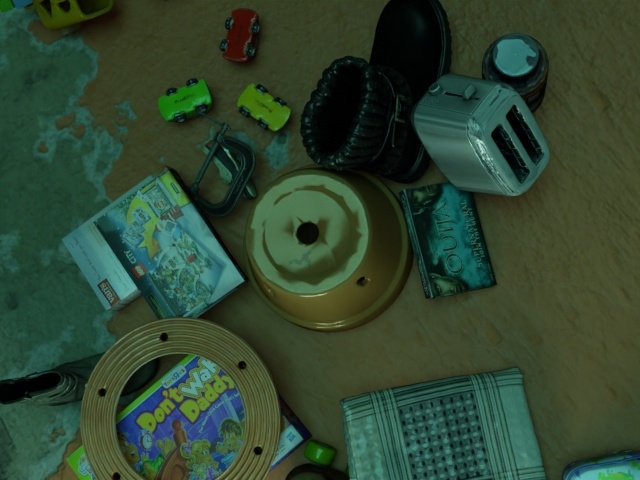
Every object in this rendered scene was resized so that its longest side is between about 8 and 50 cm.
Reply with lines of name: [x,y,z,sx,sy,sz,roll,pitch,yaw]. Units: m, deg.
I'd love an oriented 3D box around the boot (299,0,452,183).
boot: [0.093,-0.268,1.489,0.131,0.260,0.348,-1,82,36]

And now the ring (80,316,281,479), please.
ring: [-0.228,0.293,1.518,0.337,0.032,0.336,-1,86,9]

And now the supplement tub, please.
supplement tub: [0.312,-0.267,1.493,0.106,0.198,0.106,-2,81,10]

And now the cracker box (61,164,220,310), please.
cracker box: [-0.316,-0.003,1.644,0.232,0.067,0.155,-35,80,4]

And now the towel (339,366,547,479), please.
towel: [0.202,0.379,1.451,0.312,0.056,0.324,-7,81,-12]

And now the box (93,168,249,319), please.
box: [-0.253,0.018,1.575,0.159,0.044,0.233,-35,85,5]

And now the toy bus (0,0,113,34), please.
toy bus: [-0.475,-0.435,1.711,0.191,0.202,0.104,-22,110,0]

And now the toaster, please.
toaster: [0.257,-0.155,1.458,0.129,0.227,0.146,-48,33,-16]

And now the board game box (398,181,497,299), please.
board game box: [0.210,-0.003,1.536,0.126,0.026,0.186,-10,80,-21]

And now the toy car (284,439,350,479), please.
toy car: [-0.003,0.415,1.467,0.149,0.188,0.155,20,87,13]

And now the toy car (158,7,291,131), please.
toy car: [-0.180,-0.271,1.662,0.225,0.053,0.239,-21,79,8]

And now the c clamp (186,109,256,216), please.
c clamp: [-0.181,-0.127,1.616,0.137,0.022,0.160,24,95,15]

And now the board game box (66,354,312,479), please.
board game box: [-0.223,0.351,1.575,0.347,0.078,0.233,-41,77,4]

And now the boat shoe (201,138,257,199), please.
boat shoe: [-0.160,-0.123,1.641,0.043,0.049,0.137,-36,75,8]

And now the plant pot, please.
plant pot: [0.000,0.000,1.515,0.291,0.203,0.290,-1,82,10]

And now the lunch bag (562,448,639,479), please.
lunch bag: [0.468,0.436,1.425,0.176,0.090,0.219,-14,80,8]

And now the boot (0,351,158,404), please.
boot: [-0.410,0.238,1.583,0.246,0.161,0.083,-18,80,8]
